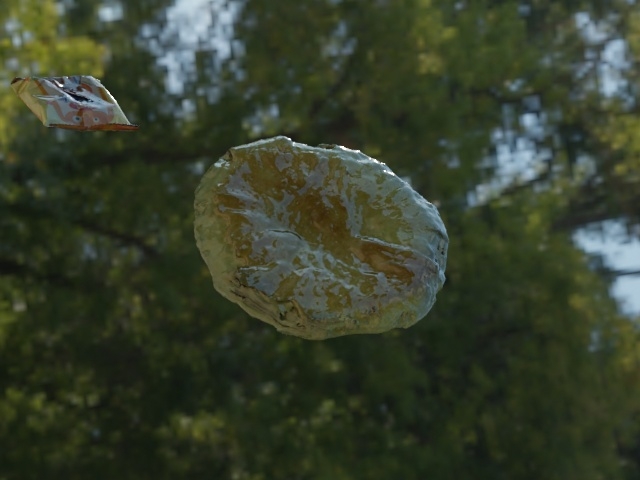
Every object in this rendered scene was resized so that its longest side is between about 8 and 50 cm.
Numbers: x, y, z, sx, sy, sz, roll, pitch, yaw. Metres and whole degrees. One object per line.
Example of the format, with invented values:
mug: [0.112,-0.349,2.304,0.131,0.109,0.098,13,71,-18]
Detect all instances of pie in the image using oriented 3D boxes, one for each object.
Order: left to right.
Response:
pie: [0.000,0.000,1.856,0.071,0.306,0.306,101,-28,-49]

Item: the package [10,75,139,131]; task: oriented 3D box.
package: [-0.269,-0.147,1.794,0.121,0.108,0.031,46,-52,45]
